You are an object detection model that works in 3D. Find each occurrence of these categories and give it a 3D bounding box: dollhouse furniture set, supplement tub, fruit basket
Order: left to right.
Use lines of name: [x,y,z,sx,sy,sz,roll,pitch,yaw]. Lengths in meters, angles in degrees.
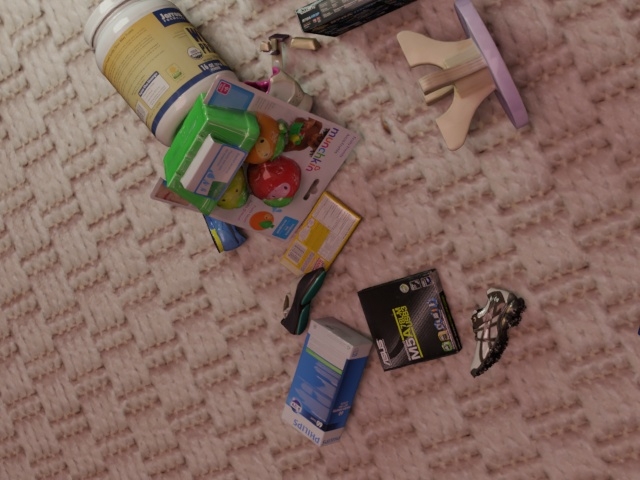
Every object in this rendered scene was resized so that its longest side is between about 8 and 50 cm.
supplement tub: [-0.354,-0.390,1.981,0.228,0.228,0.316,-44,82,23]
fruit basket: [-0.137,-0.152,1.891,0.353,0.165,0.327,23,120,-24]
dollhouse furniture set: [-0.064,-0.399,1.945,0.114,0.091,0.081,8,118,19]

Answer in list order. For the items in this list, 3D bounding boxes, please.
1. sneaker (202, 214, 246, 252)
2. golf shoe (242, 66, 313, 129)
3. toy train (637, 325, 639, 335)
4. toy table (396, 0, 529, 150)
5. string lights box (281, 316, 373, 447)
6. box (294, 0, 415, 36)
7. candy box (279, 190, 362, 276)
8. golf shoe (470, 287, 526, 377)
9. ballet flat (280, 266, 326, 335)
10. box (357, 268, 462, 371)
sneaker: [-0.240,-0.075,2.087,0.082,0.069,0.209,-24,79,-8]
golf shoe: [-0.171,-0.281,1.965,0.306,0.115,0.140,-25,126,19]
toy train: [0.745,0.155,1.687,0.248,0.105,0.143,16,92,20]
toy table: [0.273,-0.317,1.733,0.160,0.252,0.274,-26,77,9]
string lights box: [0.011,0.319,2.014,0.133,0.076,0.260,30,111,36]
box: [0.082,-0.481,1.809,0.220,0.175,0.051,-19,91,25]
candy box: [0.000,0.000,2.009,0.105,0.027,0.206,37,111,10]
golf shoe: [0.352,0.192,1.875,0.094,0.077,0.198,32,103,27]
ballet flat: [-0.047,0.128,2.010,0.074,0.074,0.203,31,128,15]
box: [0.194,0.175,1.948,0.184,0.045,0.191,-17,92,23]
